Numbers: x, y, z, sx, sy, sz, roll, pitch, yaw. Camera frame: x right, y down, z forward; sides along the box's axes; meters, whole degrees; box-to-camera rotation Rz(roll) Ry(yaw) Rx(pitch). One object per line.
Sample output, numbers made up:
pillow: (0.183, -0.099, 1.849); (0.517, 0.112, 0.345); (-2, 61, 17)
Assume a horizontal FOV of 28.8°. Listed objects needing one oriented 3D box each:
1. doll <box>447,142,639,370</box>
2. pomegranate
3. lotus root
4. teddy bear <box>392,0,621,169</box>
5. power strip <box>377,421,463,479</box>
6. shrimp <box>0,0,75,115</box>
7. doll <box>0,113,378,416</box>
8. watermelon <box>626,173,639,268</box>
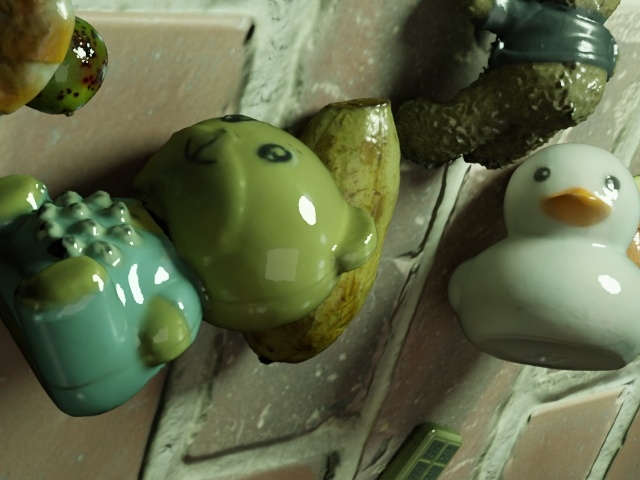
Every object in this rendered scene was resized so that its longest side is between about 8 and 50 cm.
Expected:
doll: (0.237, 0.016, 1.231); (0.221, 0.221, 0.251); (-41, 162, -9)
pomegranate: (-0.173, -0.125, 0.815); (0.073, 0.073, 0.084); (10, 99, -46)
lotus root: (0.000, 0.000, 1.051); (0.110, 0.097, 0.258); (-2, 119, -38)
teddy bear: (0.187, -0.152, 1.064); (0.182, 0.129, 0.251); (7, 117, -47)
power strip: (0.094, 0.280, 1.413); (0.076, 0.028, 0.169); (23, 104, -50)
shrimp: (-0.235, -0.147, 0.752); (0.166, 0.049, 0.161); (-14, 107, 0)
doll: (-0.102, 0.008, 0.902); (0.261, 0.177, 0.161); (-27, 132, -20)
watermelon: (0.335, -0.012, 1.364); (0.163, 0.087, 0.069); (-45, 171, -1)
